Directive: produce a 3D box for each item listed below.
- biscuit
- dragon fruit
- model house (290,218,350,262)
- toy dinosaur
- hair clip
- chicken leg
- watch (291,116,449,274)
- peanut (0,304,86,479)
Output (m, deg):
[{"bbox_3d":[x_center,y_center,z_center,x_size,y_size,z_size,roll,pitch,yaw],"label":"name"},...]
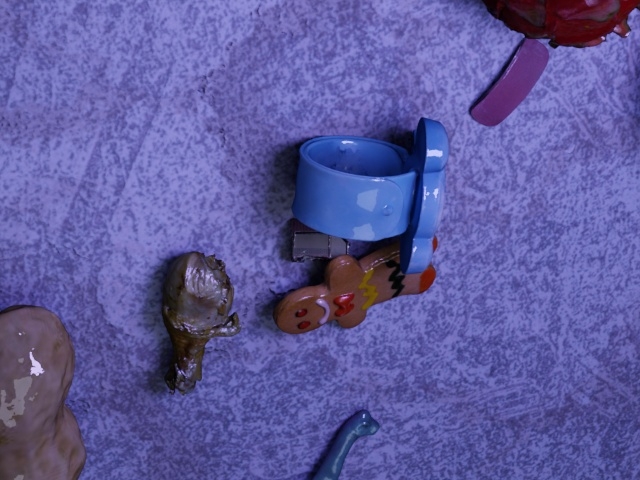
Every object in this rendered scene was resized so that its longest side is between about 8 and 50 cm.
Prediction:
[{"bbox_3d":[0.053,0.072,1.766,0.250,0.036,0.165,-22,145,-10],"label":"biscuit"},{"bbox_3d":[0.300,-0.358,1.534,0.244,0.244,0.299,-33,146,1],"label":"dragon fruit"},{"bbox_3d":[0.000,0.000,1.735,0.083,0.057,0.058,-1,82,0],"label":"model house"},{"bbox_3d":[-0.120,0.393,1.898,0.384,0.129,0.330,8,104,-22],"label":"toy dinosaur"},{"bbox_3d":[0.261,-0.214,1.720,0.054,0.022,0.137,29,106,-33],"label":"hair clip"},{"bbox_3d":[-0.167,0.115,1.717,0.103,0.088,0.227,-10,118,-29],"label":"chicken leg"},{"bbox_3d":[0.062,-0.071,1.647,0.193,0.211,0.210,5,117,-6],"label":"watch"},{"bbox_3d":[-0.405,0.260,1.665,0.192,0.169,0.387,-4,119,-24],"label":"peanut"}]
